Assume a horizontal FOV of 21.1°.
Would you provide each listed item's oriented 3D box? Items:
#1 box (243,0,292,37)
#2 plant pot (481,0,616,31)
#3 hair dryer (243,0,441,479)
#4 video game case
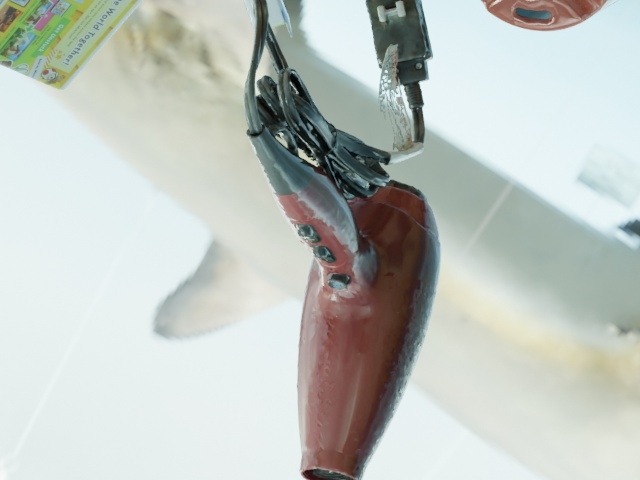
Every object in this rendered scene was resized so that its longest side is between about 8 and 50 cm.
[{"bbox_3d":[-0.079,-0.315,1.886,0.042,0.178,0.109,-17,-141,3],"label":"box"},{"bbox_3d":[0.284,-0.365,1.866,0.272,0.272,0.265,38,-139,10],"label":"plant pot"},{"bbox_3d":[0.000,0.000,0.987,0.080,0.293,0.224,0,-168,30],"label":"hair dryer"},{"bbox_3d":[-0.275,-0.265,1.714,0.206,0.227,0.026,22,-147,-41],"label":"video game case"}]
